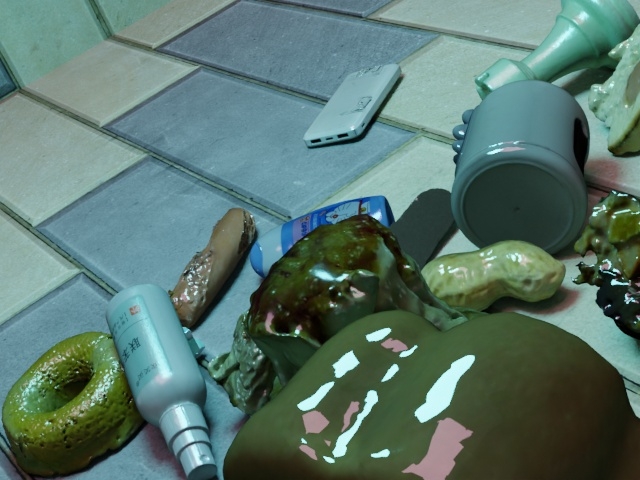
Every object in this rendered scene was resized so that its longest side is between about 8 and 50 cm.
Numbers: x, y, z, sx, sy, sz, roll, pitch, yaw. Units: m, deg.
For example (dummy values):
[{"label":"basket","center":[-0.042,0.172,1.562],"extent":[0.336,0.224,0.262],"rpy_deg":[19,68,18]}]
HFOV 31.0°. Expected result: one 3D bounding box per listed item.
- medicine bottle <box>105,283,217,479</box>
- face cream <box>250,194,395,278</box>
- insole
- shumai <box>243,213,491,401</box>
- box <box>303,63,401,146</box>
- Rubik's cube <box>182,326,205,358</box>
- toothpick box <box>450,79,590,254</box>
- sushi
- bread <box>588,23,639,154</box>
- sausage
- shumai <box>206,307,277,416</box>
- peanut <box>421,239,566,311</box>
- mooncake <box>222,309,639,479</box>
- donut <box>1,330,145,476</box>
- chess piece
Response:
[{"label":"medicine bottle","center":[-0.234,0.220,1.761],"extent":[0.110,0.110,0.352],"rpy_deg":[-26,49,-4]},{"label":"face cream","center":[0.000,0.000,2.027],"extent":[0.264,0.083,0.149],"rpy_deg":[-17,35,12]},{"label":"insole","center":[0.129,0.020,1.916],"extent":[0.111,0.007,0.328],"rpy_deg":[33,58,16]},{"label":"shumai","center":[0.066,0.138,1.511],"extent":[0.397,0.323,0.324],"rpy_deg":[-29,28,-7]},{"label":"box","center":[0.072,-0.297,2.509],"extent":[0.142,0.044,0.285],"rpy_deg":[-7,34,32]},{"label":"Rubik's cube","center":[-0.241,0.179,1.916],"extent":[0.075,0.084,0.073],"rpy_deg":[-51,31,-13]},{"label":"toothpick box","center":[0.322,-0.136,1.881],"extent":[0.229,0.229,0.316],"rpy_deg":[-11,31,22]},{"label":"sushi","center":[0.471,0.025,1.554],"extent":[0.213,0.204,0.200],"rpy_deg":[-55,52,20]},{"label":"bread","center":[0.571,-0.291,1.958],"extent":[0.224,0.211,0.184],"rpy_deg":[-15,37,5]},{"label":"sausage","center":[-0.192,0.035,2.119],"extent":[0.087,0.079,0.327],"rpy_deg":[-35,18,40]},{"label":"shumai","center":[-0.093,0.174,1.708],"extent":[0.142,0.184,0.184],"rpy_deg":[-4,35,34]},{"label":"peanut","center":[0.255,0.056,1.740],"extent":[0.229,0.098,0.103],"rpy_deg":[-14,72,20]},{"label":"mooncake","center":[0.141,0.277,1.111],"extent":[0.467,0.467,0.262],"rpy_deg":[6,45,42]},{"label":"donut","center":[-0.400,0.257,1.879],"extent":[0.272,0.107,0.272],"rpy_deg":[-20,31,12]},{"label":"chess piece","center":[0.444,-0.346,2.193],"extent":[0.299,0.195,0.194],"rpy_deg":[-36,30,-4]}]
